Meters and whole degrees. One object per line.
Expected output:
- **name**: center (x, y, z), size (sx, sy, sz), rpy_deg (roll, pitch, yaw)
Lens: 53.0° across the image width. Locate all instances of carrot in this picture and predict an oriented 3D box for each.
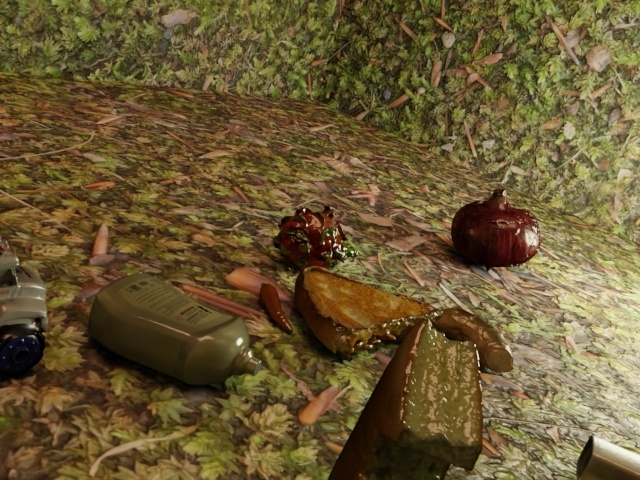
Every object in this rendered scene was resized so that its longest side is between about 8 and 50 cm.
- **carrot**: center (-0.084, 0.122, 1.178), size (0.035, 0.035, 0.142), rpy_deg (6, 31, -29)

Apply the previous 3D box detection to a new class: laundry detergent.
- **laundry detergent**: center (-0.202, 0.137, 0.960), size (0.253, 0.091, 0.181), rpy_deg (22, 16, 13)

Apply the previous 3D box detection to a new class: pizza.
- **pizza**: center (0.064, 0.123, 1.230), size (0.287, 0.074, 0.251), rpy_deg (0, 28, -41)

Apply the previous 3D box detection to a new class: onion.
- **onion**: center (0.483, -0.036, 1.761), size (0.252, 0.219, 0.252), rpy_deg (8, 16, -2)

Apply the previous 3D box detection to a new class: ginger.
- **ginger**: center (0.303, 0.191, 1.257), size (0.190, 0.069, 0.095), rpy_deg (32, 47, 32)

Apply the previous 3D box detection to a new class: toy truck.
- **toy truck**: center (-0.453, 0.075, 0.800), size (0.161, 0.177, 0.213), rpy_deg (30, 25, 32)

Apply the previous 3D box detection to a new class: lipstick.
- **lipstick**: center (0.512, 0.376, 0.942), size (0.252, 0.079, 0.077), rpy_deg (21, 22, 13)

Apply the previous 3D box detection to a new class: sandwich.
- **sandwich**: center (0.114, 0.226, 0.773), size (0.122, 0.236, 0.128), rpy_deg (23, 4, -15)

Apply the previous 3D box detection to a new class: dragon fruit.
- **dragon fruit**: center (-0.002, -0.003, 1.412), size (0.235, 0.137, 0.135), rpy_deg (-3, -8, -45)
